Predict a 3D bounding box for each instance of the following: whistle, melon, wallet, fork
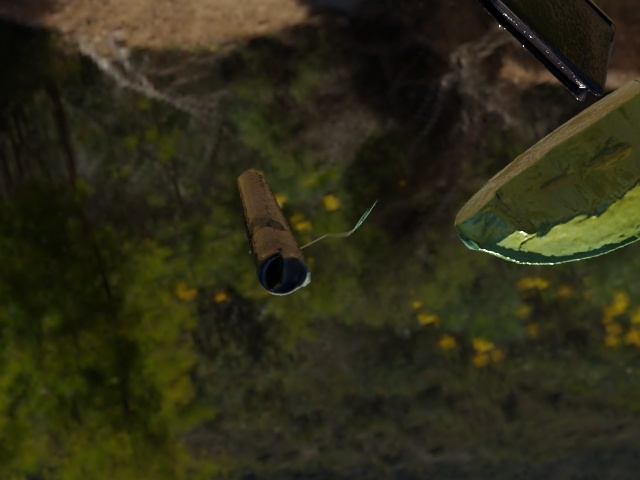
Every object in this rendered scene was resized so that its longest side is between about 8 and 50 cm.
[{"bbox_3d":[-0.069,-0.013,1.871,0.057,0.068,0.326,-39,-159,6],"label":"whistle"},{"bbox_3d":[0.309,-0.067,1.798,0.323,0.196,0.124,-27,155,-6],"label":"melon"},{"bbox_3d":[0.236,-0.239,1.503,0.031,0.110,0.198,-14,140,44],"label":"wallet"},{"bbox_3d":[0.001,0.002,2.041,0.235,0.021,0.039,-30,-174,41],"label":"fork"}]
